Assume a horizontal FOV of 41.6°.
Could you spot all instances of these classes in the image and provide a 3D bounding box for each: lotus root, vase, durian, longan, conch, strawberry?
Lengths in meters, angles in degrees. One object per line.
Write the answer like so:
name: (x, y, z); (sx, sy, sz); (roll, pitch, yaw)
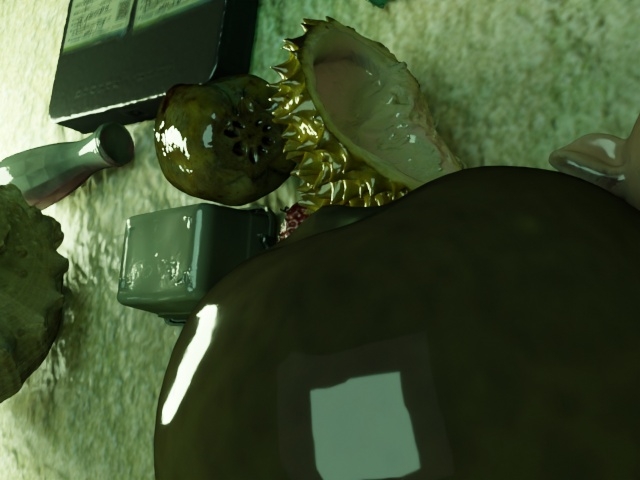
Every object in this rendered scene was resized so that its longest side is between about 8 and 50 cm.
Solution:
lotus root: (-0.095, -0.098, 0.819); (0.241, 0.124, 0.123); (-157, 63, -70)
vase: (-0.334, -0.098, 1.108); (0.214, 0.086, 0.086); (-16, 68, 35)
durian: (0.035, -0.063, 0.676); (0.138, 0.183, 0.250); (-53, 46, 46)
longan: (0.064, 0.102, 0.489); (0.350, 0.288, 0.289); (-9, 71, 19)
conch: (-0.417, 0.085, 1.056); (0.352, 0.209, 0.297); (87, 175, -47)
strawberry: (0.000, 0.000, 0.770); (0.083, 0.073, 0.073); (24, 96, 29)

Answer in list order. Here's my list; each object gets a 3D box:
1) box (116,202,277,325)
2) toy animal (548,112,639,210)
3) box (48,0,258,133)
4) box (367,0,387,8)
box: (-0.135, 0.022, 0.870); (0.172, 0.092, 0.124); (-9, 73, 42)
toy animal: (0.274, -0.089, 0.473); (0.166, 0.154, 0.250); (44, 107, 20)
box: (-0.213, -0.256, 1.050); (0.350, 0.058, 0.211); (-2, 75, 43)
box: (-0.044, -0.379, 0.822); (0.118, 0.205, 0.311); (-53, 48, 22)
